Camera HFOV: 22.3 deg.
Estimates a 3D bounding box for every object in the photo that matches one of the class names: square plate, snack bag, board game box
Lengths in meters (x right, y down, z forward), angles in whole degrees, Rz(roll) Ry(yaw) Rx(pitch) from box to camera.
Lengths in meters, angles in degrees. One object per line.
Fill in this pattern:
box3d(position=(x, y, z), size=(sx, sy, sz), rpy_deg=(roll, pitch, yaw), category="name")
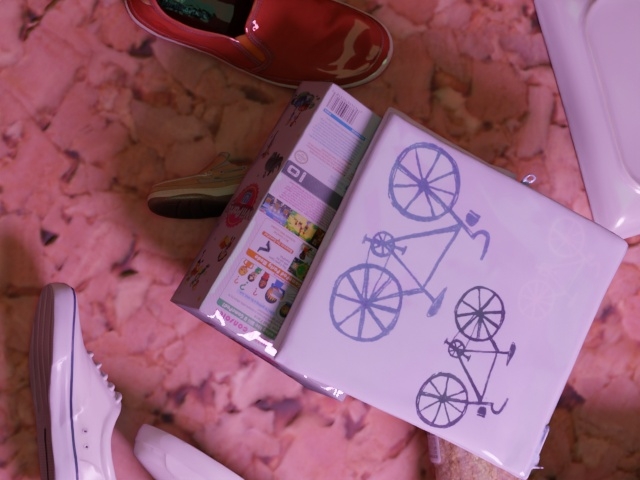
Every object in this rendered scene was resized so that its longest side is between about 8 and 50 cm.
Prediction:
box3d(position=(0.473, -0.205, 2.050), size=(0.347, 0.049, 0.344), rpy_deg=(-15, 88, -11), category="square plate")
box3d(position=(0.158, 0.061, 1.857), size=(0.342, 0.037, 0.323), rpy_deg=(26, 82, -10), category="snack bag")
box3d(position=(0.000, 0.000, 1.890), size=(0.224, 0.097, 0.303), rpy_deg=(35, 79, -26), category="board game box")

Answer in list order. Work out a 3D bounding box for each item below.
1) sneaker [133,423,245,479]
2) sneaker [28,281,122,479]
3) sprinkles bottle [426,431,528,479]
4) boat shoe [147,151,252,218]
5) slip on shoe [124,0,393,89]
box3d(position=(-0.129, 0.354, 1.867), size=(0.292, 0.108, 0.169), rpy_deg=(38, 77, -7), category="sneaker")
box3d(position=(-0.280, 0.176, 1.873), size=(0.091, 0.094, 0.258), rpy_deg=(-2, 90, -29), category="sneaker")
box3d(position=(0.181, 0.209, 1.928), size=(0.121, 0.121, 0.355), rpy_deg=(-7, 86, -11), category="sprinkles bottle")
box3d(position=(-0.117, -0.070, 1.930), size=(0.190, 0.068, 0.072), rpy_deg=(-3, 73, -22), category="boat shoe")
box3d(position=(-0.070, -0.260, 1.930), size=(0.331, 0.101, 0.123), rpy_deg=(16, 81, -10), category="slip on shoe")
